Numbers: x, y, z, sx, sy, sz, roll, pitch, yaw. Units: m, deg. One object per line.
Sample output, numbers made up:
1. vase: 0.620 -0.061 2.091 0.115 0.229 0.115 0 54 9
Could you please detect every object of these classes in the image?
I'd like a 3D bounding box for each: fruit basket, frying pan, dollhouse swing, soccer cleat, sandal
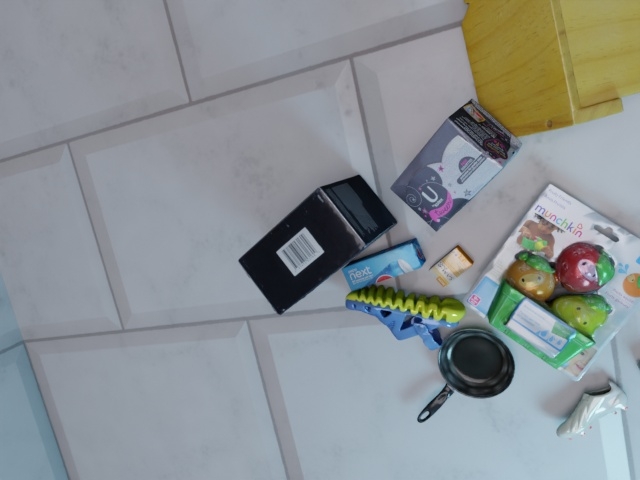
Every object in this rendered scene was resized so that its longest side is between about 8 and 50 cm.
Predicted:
1. fruit basket: 0.564 0.103 1.247 0.327 0.165 0.353 36 110 10
2. frying pan: 0.397 0.381 1.440 0.197 0.053 0.326 19 111 18
3. dollhouse swing: 0.547 -0.437 1.171 0.315 0.305 0.347 1 109 64
4. soccer cleat: 0.665 0.422 1.344 0.196 0.068 0.076 -40 82 18
5. sandal: 0.214 0.205 1.428 0.317 0.126 0.138 12 107 20

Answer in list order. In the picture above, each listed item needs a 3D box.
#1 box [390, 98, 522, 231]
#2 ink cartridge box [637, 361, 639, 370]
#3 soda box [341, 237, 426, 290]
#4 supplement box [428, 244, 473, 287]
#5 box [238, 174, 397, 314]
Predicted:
1. box: 0.307 -0.167 1.241 0.163 0.142 0.247 44 139 6
2. ink cartridge box: 0.861 0.335 1.266 0.145 0.045 0.179 -31 109 24
3. soda box: 0.169 0.066 1.441 0.210 0.067 0.071 -22 95 25
4. supplement box: 0.338 0.067 1.392 0.062 0.036 0.098 47 115 5
5. box: 0.000 0.000 1.364 0.296 0.294 0.183 -40 85 24
